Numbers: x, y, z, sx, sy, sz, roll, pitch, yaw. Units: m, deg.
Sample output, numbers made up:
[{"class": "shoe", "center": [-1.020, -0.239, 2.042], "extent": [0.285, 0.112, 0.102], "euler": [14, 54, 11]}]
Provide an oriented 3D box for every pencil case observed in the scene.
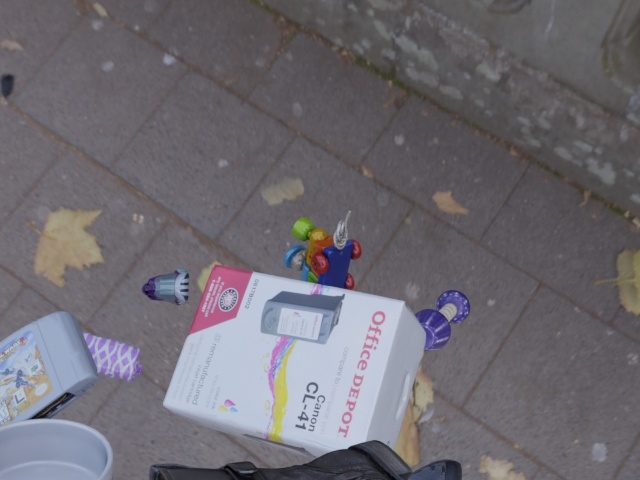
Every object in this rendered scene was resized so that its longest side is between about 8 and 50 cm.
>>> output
[{"class": "pencil case", "center": [-0.507, 0.258, 1.885], "extent": [0.206, 0.088, 0.086], "euler": [18, 60, -2]}]

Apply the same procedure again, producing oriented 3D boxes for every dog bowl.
[{"class": "dog bowl", "center": [-0.500, 0.429, 1.474], "extent": [0.265, 0.265, 0.104], "euler": [7, 110, 6]}]

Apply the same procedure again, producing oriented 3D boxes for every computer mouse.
[{"class": "computer mouse", "center": [0.168, 0.525, 1.637], "extent": [0.272, 0.188, 0.072], "euler": [-28, 47, -2]}]

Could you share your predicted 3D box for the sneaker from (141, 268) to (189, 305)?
[{"class": "sneaker", "center": [-0.341, 0.099, 1.832], "extent": [0.098, 0.224, 0.083], "euler": [2, 82, -11]}]

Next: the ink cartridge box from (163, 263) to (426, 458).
[{"class": "ink cartridge box", "center": [-0.034, 0.176, 1.172], "extent": [0.306, 0.131, 0.226], "euler": [8, 69, 26]}]

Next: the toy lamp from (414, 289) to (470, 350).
[{"class": "toy lamp", "center": [0.222, 0.150, 1.573], "extent": [0.080, 0.275, 0.080], "euler": [3, 99, 19]}]

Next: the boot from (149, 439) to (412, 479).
[{"class": "boot", "center": [-0.002, 0.245, 0.662], "extent": [0.229, 0.263, 0.091], "euler": [1, 104, -31]}]

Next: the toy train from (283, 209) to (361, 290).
[{"class": "toy train", "center": [0.000, 0.000, 1.643], "extent": [0.105, 0.248, 0.143], "euler": [-23, 49, -33]}]

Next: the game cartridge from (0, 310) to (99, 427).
[{"class": "game cartridge", "center": [-0.588, 0.279, 1.640], "extent": [0.297, 0.062, 0.198], "euler": [-37, 60, 3]}]
